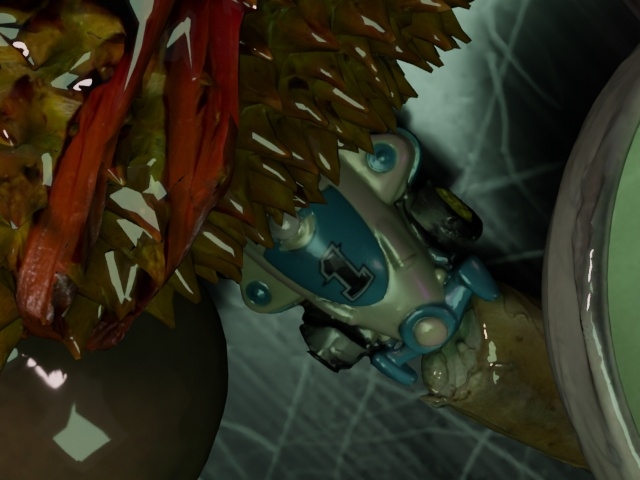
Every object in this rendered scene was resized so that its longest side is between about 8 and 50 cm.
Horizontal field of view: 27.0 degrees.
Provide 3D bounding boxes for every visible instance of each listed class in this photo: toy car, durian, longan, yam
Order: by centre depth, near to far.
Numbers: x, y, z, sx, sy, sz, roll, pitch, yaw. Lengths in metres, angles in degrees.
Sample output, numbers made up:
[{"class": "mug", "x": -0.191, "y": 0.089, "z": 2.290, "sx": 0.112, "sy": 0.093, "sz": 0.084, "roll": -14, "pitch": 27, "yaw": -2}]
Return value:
[{"class": "durian", "x": -0.128, "y": -0.128, "z": 0.490, "sx": 0.384, "sy": 0.347, "sz": 0.348, "roll": 1, "pitch": 111, "yaw": 12}, {"class": "toy car", "x": 0.000, "y": 0.000, "z": 0.652, "sx": 0.161, "sy": 0.098, "sz": 0.126, "roll": 47, "pitch": 107, "yaw": 8}, {"class": "longan", "x": -0.132, "y": 0.073, "z": 0.655, "sx": 0.189, "sy": 0.189, "sz": 0.189, "roll": 0, "pitch": 110, "yaw": -1}, {"class": "yam", "x": 0.226, "y": 0.125, "z": 0.732, "sx": 0.371, "sy": 0.083, "sz": 0.083, "roll": 26, "pitch": 108, "yaw": -11}]

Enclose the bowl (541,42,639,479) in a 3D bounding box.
[{"class": "bowl", "x": 0.232, "y": 0.028, "z": 0.616, "sx": 0.307, "sy": 0.163, "sz": 0.307, "roll": 1, "pitch": 84, "yaw": -13}]
